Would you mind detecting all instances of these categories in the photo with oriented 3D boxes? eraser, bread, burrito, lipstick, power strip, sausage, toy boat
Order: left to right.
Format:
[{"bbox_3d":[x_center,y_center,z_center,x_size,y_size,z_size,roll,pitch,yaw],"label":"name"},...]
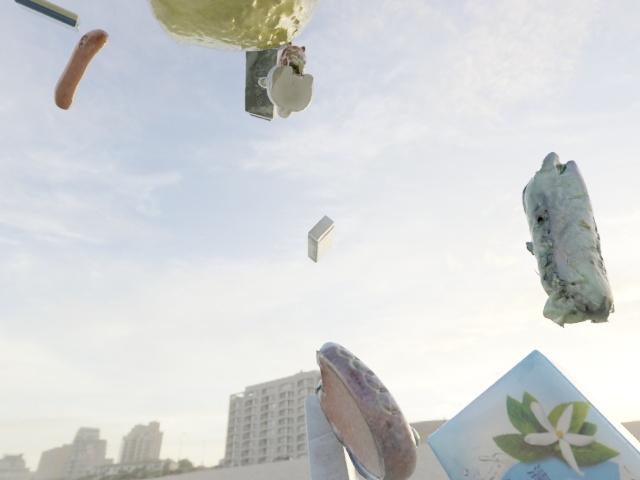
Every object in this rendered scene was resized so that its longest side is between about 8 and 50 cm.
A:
[{"bbox_3d":[-0.611,-0.517,0.916,0.123,0.032,0.056,17,5,-25],"label":"power strip"},{"bbox_3d":[-0.486,-0.345,0.814,0.043,0.043,0.186,27,-67,-38],"label":"sausage"},{"bbox_3d":[-0.112,-0.412,0.509,0.237,0.320,0.320,-7,-32,4],"label":"bread"},{"bbox_3d":[0.000,0.000,1.388,0.046,0.092,0.212,39,-19,14],"label":"eraser"},{"bbox_3d":[0.027,0.445,0.766,0.076,0.371,0.080,-23,-68,3],"label":"lipstick"},{"bbox_3d":[0.071,0.260,0.629,0.085,0.227,0.155,-11,-59,-26],"label":"toy boat"},{"bbox_3d":[0.358,-0.017,0.600,0.096,0.309,0.066,3,-37,15],"label":"burrito"}]

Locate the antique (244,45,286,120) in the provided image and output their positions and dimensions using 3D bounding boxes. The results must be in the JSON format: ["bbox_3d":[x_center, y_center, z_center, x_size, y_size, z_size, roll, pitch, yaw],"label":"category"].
[{"bbox_3d":[-0.136,-0.405,1.037,0.088,0.086,0.183,19,-54,16],"label":"antique"}]

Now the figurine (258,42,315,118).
[{"bbox_3d":[-0.044,-0.259,0.652,0.081,0.146,0.098,35,-69,-28],"label":"figurine"}]

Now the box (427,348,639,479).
[{"bbox_3d":[0.215,0.226,0.326,0.142,0.232,0.083,-47,-49,13],"label":"box"}]
